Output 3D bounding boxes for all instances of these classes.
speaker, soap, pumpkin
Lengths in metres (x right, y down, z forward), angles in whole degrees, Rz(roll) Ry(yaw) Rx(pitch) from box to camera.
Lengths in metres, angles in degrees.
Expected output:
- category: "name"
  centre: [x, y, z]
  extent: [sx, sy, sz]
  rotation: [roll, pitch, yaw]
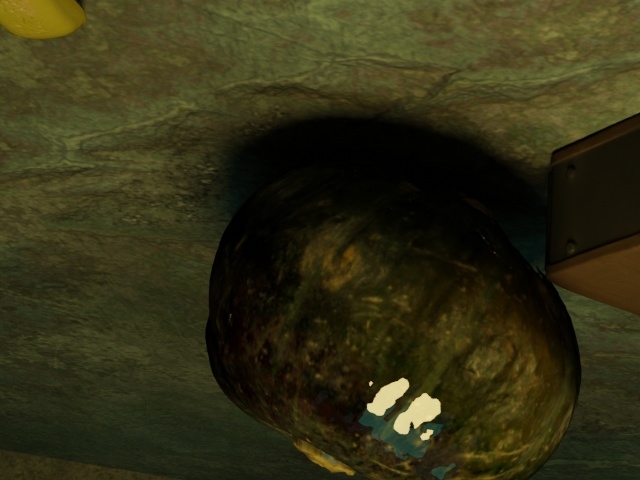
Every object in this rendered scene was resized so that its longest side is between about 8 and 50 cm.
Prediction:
- category: "speaker"
  centre: [0.381, -0.014, 1.496]
  extent: [0.230, 0.153, 0.192]
  rotation: [20, 153, -30]
- category: "soap"
  centre: [-0.279, -0.230, 1.291]
  extent: [0.089, 0.045, 0.140]
  rotation: [-5, 156, 17]
- category: "pumpkin"
  centre: [0.080, 0.099, 1.544]
  extent: [0.454, 0.344, 0.454]
  rotation: [32, 173, 4]
